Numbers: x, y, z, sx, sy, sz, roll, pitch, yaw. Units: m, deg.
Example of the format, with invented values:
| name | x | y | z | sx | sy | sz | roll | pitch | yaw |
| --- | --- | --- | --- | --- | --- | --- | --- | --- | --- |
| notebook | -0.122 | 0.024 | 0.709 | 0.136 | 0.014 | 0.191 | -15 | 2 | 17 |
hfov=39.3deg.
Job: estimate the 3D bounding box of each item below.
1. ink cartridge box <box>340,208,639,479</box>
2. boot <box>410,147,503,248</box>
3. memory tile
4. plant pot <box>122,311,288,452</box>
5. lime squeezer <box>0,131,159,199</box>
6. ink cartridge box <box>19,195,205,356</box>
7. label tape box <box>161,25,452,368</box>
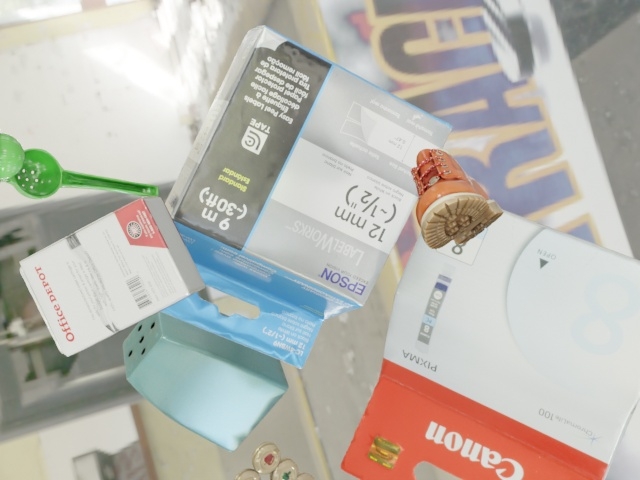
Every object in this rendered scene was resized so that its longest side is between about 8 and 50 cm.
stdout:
| name | x | y | z | sx | sy | sz | roll | pitch | yaw |
| --- | --- | --- | --- | --- | --- | --- | --- | --- | --- |
| ink cartridge box | 0.214 | 0.167 | 1.078 | 0.308 | 0.384 | 0.091 | 23 | 178 | 23 |
| boot | 0.100 | -0.041 | 0.754 | 0.084 | 0.059 | 0.158 | 55 | -165 | 11 |
| memory tile | -0.054 | 0.317 | 1.066 | 0.012 | 0.113 | 0.148 | 18 | 156 | 52 |
| plant pot | -0.209 | 0.216 | 1.534 | 0.234 | 0.165 | 0.165 | 31 | -162 | -30 |
| lime squeezer | -0.298 | -0.077 | 0.936 | 0.310 | 0.110 | 0.058 | 32 | -110 | -66 |
| ink cartridge box | -0.191 | 0.032 | 0.829 | 0.099 | 0.135 | 0.056 | 64 | -170 | 0 |
| label tape box | -0.040 | -0.034 | 1.039 | 0.347 | 0.249 | 0.115 | -64 | 18 | 1 |
